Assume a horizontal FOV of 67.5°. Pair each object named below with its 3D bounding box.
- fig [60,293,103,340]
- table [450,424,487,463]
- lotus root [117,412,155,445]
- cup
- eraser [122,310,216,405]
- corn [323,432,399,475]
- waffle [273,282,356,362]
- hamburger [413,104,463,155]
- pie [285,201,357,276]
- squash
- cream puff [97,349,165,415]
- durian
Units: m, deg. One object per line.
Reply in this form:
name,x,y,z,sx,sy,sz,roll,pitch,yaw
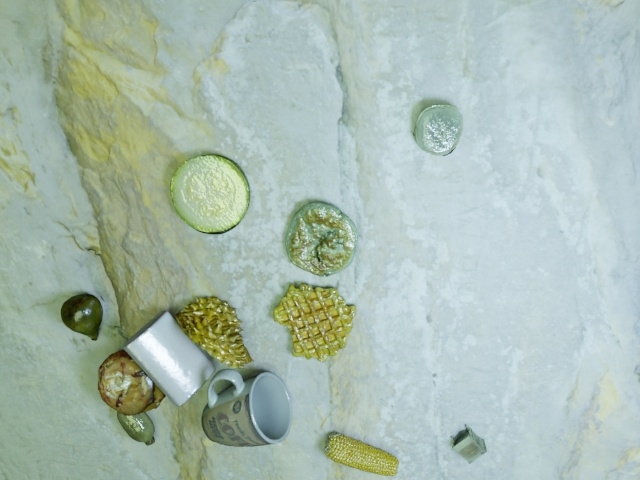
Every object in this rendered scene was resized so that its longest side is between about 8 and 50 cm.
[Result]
fig,-0.802,0.277,1.630,0.133,0.126,0.184,-9,101,-3
table,0.487,0.671,1.583,0.083,0.062,0.079,42,107,-5
lotus root,-0.664,0.673,1.744,0.090,0.077,0.183,-30,98,16
cup,-0.278,0.548,1.571,0.257,0.227,0.301,-22,115,21
eraser,-0.493,0.388,1.581,0.095,0.174,0.270,-15,115,50
corn,0.140,0.737,1.640,0.260,0.091,0.091,18,143,2
waffle,-0.026,0.263,1.549,0.291,0.051,0.291,2,107,7
hamburger,0.326,-0.305,1.331,0.133,0.062,0.140,5,104,3
pie,0.000,0.000,1.469,0.241,0.054,0.240,2,108,7
squash,-0.336,-0.142,1.485,0.252,0.049,0.252,2,107,5
cream puff,-0.636,0.479,1.645,0.240,0.164,0.240,1,92,16
durian,-0.337,0.316,1.541,0.305,0.195,0.185,44,100,-3
